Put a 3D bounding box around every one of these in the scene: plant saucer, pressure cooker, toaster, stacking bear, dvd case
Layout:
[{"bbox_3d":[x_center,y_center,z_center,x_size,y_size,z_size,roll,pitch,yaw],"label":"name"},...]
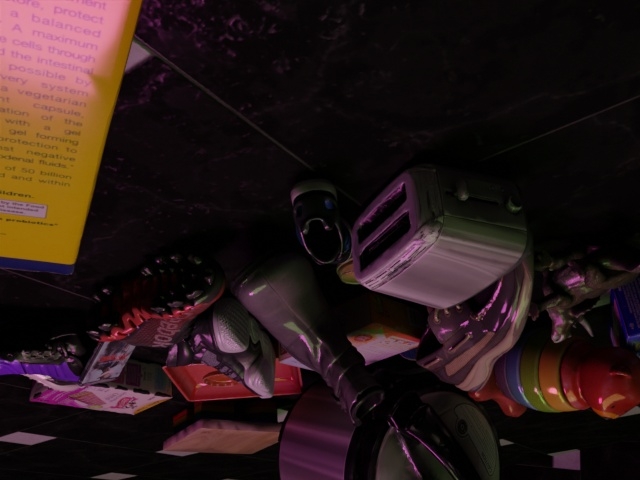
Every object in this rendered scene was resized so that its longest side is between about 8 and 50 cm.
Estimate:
[{"bbox_3d":[-0.169,0.270,1.364,0.259,0.047,0.258,-3,152,0],"label":"plant saucer"},{"bbox_3d":[-0.189,0.270,1.297,0.084,0.013,0.083,-4,153,-2],"label":"plant saucer"},{"bbox_3d":[0.156,0.454,1.318,0.370,0.375,0.420,18,164,-30],"label":"pressure cooker"},{"bbox_3d":[0.137,-0.001,0.822,0.147,0.129,0.227,14,146,-24],"label":"toaster"},{"bbox_3d":[0.437,0.241,1.182,0.175,0.164,0.289,29,160,-31],"label":"stacking bear"},{"bbox_3d":[-0.358,0.196,1.134,0.119,0.013,0.087,-57,156,13],"label":"dvd case"}]

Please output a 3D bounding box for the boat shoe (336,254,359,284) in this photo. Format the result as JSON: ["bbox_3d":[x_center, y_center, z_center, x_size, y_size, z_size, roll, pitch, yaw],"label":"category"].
[{"bbox_3d":[0.116,0.045,0.957,0.190,0.072,0.068,-12,151,14],"label":"boat shoe"}]

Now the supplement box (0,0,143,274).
[{"bbox_3d":[-0.231,-0.145,0.424,0.195,0.194,0.356,8,149,-23],"label":"supplement box"}]

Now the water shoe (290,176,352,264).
[{"bbox_3d":[0.000,0.000,0.848,0.073,0.080,0.203,-9,152,9],"label":"water shoe"}]

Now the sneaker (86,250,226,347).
[{"bbox_3d":[-0.220,0.092,0.972,0.276,0.097,0.135,-23,146,35],"label":"sneaker"}]

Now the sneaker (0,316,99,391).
[{"bbox_3d":[-0.469,0.168,1.088,0.146,0.102,0.293,-27,150,23],"label":"sneaker"}]

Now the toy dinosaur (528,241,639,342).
[{"bbox_3d":[0.403,0.047,0.994,0.160,0.121,0.313,-6,150,-23],"label":"toy dinosaur"}]

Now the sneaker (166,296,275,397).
[{"bbox_3d":[-0.177,0.196,1.157,0.153,0.101,0.268,-8,138,14],"label":"sneaker"}]

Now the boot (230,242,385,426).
[{"bbox_3d":[0.006,0.147,0.956,0.118,0.222,0.338,-39,154,-1],"label":"boot"}]

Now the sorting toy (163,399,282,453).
[{"bbox_3d":[-0.235,0.472,1.687,0.256,0.089,0.257,13,147,-29],"label":"sorting toy"}]

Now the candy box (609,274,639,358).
[{"bbox_3d":[0.688,0.135,1.158,0.317,0.122,0.268,-12,149,16],"label":"candy box"}]

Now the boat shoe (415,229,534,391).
[{"bbox_3d":[0.226,0.115,1.016,0.130,0.132,0.355,11,134,1],"label":"boat shoe"}]

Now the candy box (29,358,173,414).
[{"bbox_3d":[-0.439,0.290,1.336,0.234,0.071,0.159,20,143,-39],"label":"candy box"}]

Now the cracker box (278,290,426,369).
[{"bbox_3d":[0.055,0.175,1.197,0.232,0.067,0.156,-29,143,36],"label":"cracker box"}]

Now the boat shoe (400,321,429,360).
[{"bbox_3d":[0.227,0.170,1.206,0.183,0.066,0.066,-26,170,29],"label":"boat shoe"}]

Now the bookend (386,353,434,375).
[{"bbox_3d":[0.213,0.231,1.320,0.157,0.072,0.156,-7,152,6],"label":"bookend"}]
